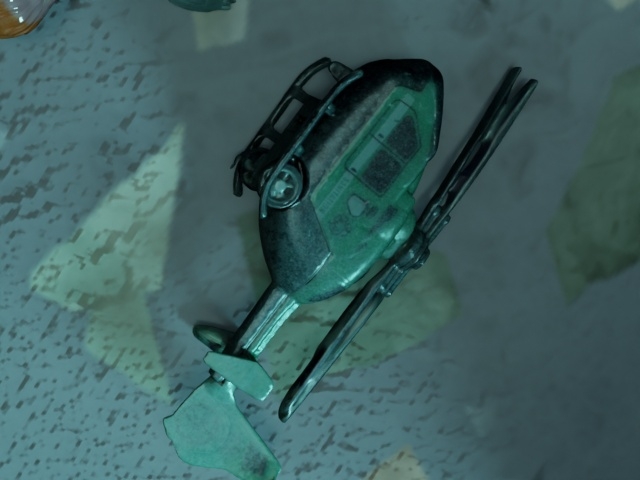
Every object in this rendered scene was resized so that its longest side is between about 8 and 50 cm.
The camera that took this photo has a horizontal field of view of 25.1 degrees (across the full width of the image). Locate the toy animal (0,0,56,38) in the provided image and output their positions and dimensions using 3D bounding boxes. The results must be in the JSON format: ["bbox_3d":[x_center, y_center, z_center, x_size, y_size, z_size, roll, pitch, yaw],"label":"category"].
[{"bbox_3d":[-0.172,-0.136,0.607,0.208,0.100,0.103,-5,76,7],"label":"toy animal"}]

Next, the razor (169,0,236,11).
[{"bbox_3d":[-0.039,-0.171,0.627,0.040,0.068,0.135,15,85,-7],"label":"razor"}]

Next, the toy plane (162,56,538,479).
[{"bbox_3d":[0.000,0.000,0.648,0.096,0.060,0.235,35,91,-20],"label":"toy plane"}]
